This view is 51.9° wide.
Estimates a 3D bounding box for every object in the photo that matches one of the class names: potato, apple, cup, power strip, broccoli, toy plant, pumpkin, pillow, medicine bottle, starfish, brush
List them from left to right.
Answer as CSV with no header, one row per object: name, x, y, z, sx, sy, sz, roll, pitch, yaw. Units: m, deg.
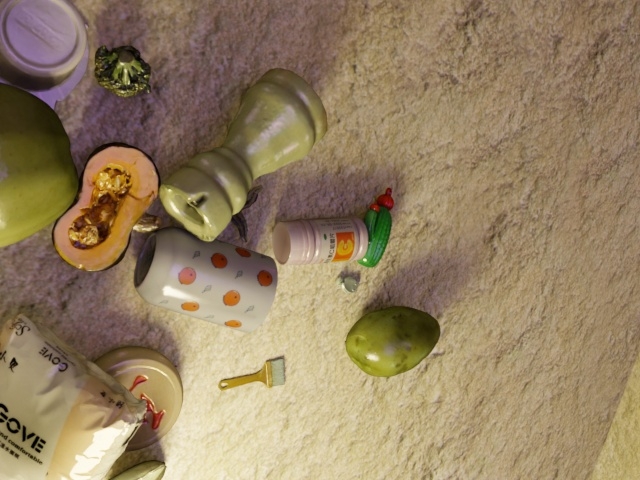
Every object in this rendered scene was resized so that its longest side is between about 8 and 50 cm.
apple,-0.683,-0.159,1.348,0.357,0.357,0.357,-5,100,-28
pumpkin,-0.491,-0.069,1.572,0.222,0.139,0.317,28,80,-21
broccoli,-0.467,-0.404,1.554,0.130,0.120,0.131,-1,74,-22
pillow,-0.467,0.603,1.628,0.185,0.302,0.075,-26,77,-20
cup,-0.295,0.094,1.670,0.317,0.212,0.212,21,87,-29
starfish,-0.251,-0.095,1.756,0.176,0.053,0.208,25,82,-29
brush,-0.197,0.397,1.887,0.205,0.011,0.083,-8,102,-27
medicine bottle,0.000,0.000,1.866,0.250,0.133,0.133,-2,99,-28
power strip,0.085,0.133,1.988,0.083,0.035,0.055,24,86,-32
toy plant,0.164,-0.037,1.963,0.155,0.088,0.240,-12,114,-61
potato,0.221,0.302,1.989,0.304,0.216,0.215,-5,100,-38

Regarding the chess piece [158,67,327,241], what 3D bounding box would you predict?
chess piece,-0.188,-0.205,1.629,0.234,0.234,0.442,52,61,-25

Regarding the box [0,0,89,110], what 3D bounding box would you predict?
box,-0.618,-0.411,1.419,0.262,0.206,0.291,-3,97,-28

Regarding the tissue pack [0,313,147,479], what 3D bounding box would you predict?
tissue pack,-0.618,0.405,1.486,0.376,0.195,0.390,32,103,0

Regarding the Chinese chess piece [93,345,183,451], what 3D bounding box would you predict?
Chinese chess piece,-0.483,0.402,1.677,0.273,0.102,0.273,-5,100,-29
